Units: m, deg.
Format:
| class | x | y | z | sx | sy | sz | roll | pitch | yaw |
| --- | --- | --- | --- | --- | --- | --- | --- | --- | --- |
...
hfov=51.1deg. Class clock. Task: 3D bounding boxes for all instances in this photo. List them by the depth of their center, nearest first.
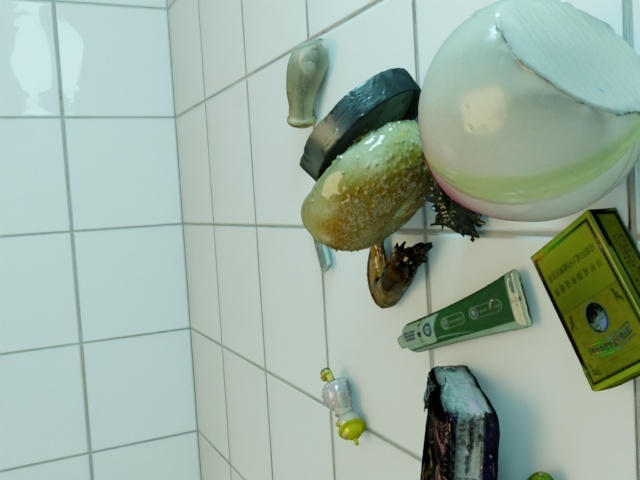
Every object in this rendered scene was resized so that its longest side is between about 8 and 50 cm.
| class | x | y | z | sx | sy | sz | roll | pitch | yaw |
| --- | --- | --- | --- | --- | --- | --- | --- | --- | --- |
| clock | 0.084 | -0.212 | 1.303 | 0.055 | 0.280 | 0.281 | 50 | 143 | 15 |

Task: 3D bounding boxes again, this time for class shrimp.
| class | x | y | z | sx | sy | sz | roll | pitch | yaw |
| --- | --- | --- | --- | --- | --- | --- | --- | --- | --- |
| shrimp | 0.157 | 0.030 | 1.438 | 0.289 | 0.075 | 0.178 | 106 | 153 | -61 |

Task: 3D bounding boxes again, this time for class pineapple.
| class | x | y | z | sx | sy | sz | roll | pitch | yaw |
| --- | --- | --- | --- | --- | --- | --- | --- | --- | --- |
| pineapple | 0.241 | -0.118 | 1.155 | 0.158 | 0.157 | 0.279 | -126 | 27 | -47 |

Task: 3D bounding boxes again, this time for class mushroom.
| class | x | y | z | sx | sy | sz | roll | pitch | yaw |
| --- | --- | --- | --- | --- | --- | --- | --- | --- | --- |
| mushroom | -0.038 | -0.413 | 1.725 | 0.096 | 0.108 | 0.247 | -59 | -14 | -57 |

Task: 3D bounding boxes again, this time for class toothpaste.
| class | x | y | z | sx | sy | sz | roll | pitch | yaw |
| --- | --- | --- | --- | --- | --- | --- | --- | --- | --- |
| toothpaste | 0.254 | 0.153 | 1.258 | 0.392 | 0.061 | 0.099 | -37 | 62 | 57 |

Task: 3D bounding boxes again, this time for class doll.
| class | x | y | z | sx | sy | sz | roll | pitch | yaw |
| --- | --- | --- | --- | --- | --- | --- | --- | --- | --- |
| doll | 0.056 | 0.422 | 1.697 | 0.129 | 0.081 | 0.207 | 89 | 160 | -56 |

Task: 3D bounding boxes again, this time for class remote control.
| class | x | y | z | sx | sy | sz | roll | pitch | yaw |
| --- | --- | --- | --- | --- | --- | --- | --- | --- | --- |
| remote control | 0.000 | 0.000 | 1.801 | 0.050 | 0.027 | 0.184 | 121 | 142 | -49 |

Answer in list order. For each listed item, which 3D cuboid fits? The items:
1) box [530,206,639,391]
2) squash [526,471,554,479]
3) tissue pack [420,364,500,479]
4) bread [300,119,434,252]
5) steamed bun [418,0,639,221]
| class | x | y | z | sx | sy | sz | roll | pitch | yaw |
| --- | --- | --- | --- | --- | --- | --- | --- | --- | --- |
| box | 0.398 | 0.083 | 0.938 | 0.141 | 0.064 | 0.220 | -54 | 48 | 53 |
| squash | 0.346 | 0.485 | 1.114 | 0.069 | 0.069 | 0.258 | -130 | 40 | -50 |
| tissue pack | 0.245 | 0.413 | 1.204 | 0.245 | 0.123 | 0.333 | -82 | -6 | -81 |
| bread | 0.103 | -0.092 | 1.280 | 0.159 | 0.305 | 0.305 | 53 | 145 | 16 |
| steamed bun | 0.264 | -0.148 | 0.905 | 0.309 | 0.309 | 0.310 | 21 | 113 | 62 |
